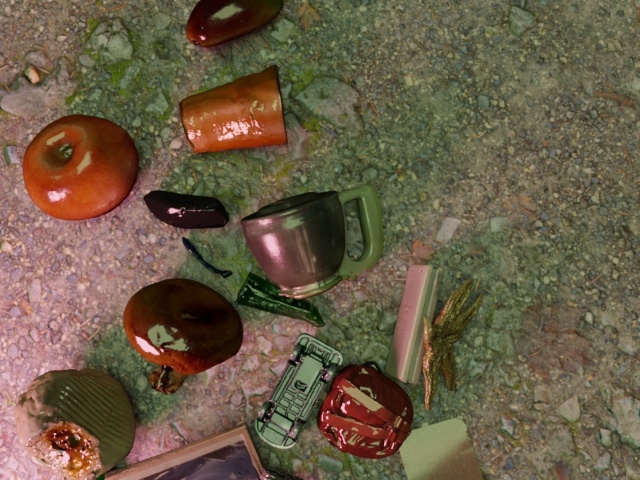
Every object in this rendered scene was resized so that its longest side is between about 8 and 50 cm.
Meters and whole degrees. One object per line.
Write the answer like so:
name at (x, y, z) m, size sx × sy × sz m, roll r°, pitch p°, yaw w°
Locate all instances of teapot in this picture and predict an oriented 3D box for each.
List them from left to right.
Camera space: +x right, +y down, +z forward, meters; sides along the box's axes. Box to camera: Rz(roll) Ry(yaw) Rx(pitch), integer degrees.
teapot at (-0.020, 0.004, 1.648) m, size 0.239 × 0.321 × 0.240 m, roll -8°, pitch 103°, yaw 41°

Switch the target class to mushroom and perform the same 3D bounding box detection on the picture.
mushroom at (-0.339, 0.208, 1.632) m, size 0.254 × 0.267 × 0.267 m, roll -28°, pitch 83°, yaw 34°

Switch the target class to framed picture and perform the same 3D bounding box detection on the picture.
framed picture at (-0.293, 0.575, 1.596) m, size 0.334 × 0.022 × 0.247 m, roll -19°, pitch 116°, yaw -5°

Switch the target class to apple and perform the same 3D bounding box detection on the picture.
apple at (-0.583, -0.181, 1.665) m, size 0.271 × 0.206 × 0.252 m, roll -16°, pitch 81°, yaw 2°

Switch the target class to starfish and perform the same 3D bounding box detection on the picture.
starfish at (0.289, 0.240, 1.598) m, size 0.060 × 0.299 × 0.303 m, roll 16°, pitch 106°, yaw 32°

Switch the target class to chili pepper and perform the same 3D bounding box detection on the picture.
chili pepper at (-0.092, 0.162, 1.688) m, size 0.226 × 0.059 × 0.088 m, roll 25°, pitch 91°, yaw 0°

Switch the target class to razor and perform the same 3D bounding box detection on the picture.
razor at (-0.291, 0.047, 1.717) m, size 0.154 × 0.044 × 0.028 m, roll 38°, pitch 114°, yaw 7°

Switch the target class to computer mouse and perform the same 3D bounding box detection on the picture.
computer mouse at (-0.331, -0.068, 1.685) m, size 0.217 × 0.122 × 0.074 m, roll 7°, pitch 73°, yaw 6°

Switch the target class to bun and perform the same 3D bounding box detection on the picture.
bun at (-0.578, 0.428, 1.595) m, size 0.204 × 0.281 × 0.282 m, roll -32°, pitch 83°, yaw 27°

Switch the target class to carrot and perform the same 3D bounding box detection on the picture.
carrot at (-0.211, -0.309, 1.668) m, size 0.254 × 0.196 × 0.196 m, roll -10°, pitch 84°, yaw 2°

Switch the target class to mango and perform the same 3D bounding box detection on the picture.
mango at (-0.220, -0.578, 1.731) m, size 0.267 × 0.111 × 0.133 m, roll -24°, pitch 73°, yaw -5°

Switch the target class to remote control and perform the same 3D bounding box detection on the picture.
remote control at (0.225, 0.195, 1.639) m, size 0.055 × 0.103 × 0.277 m, roll 15°, pitch 85°, yaw -16°

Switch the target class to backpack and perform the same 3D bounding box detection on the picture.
backpack at (0.112, 0.404, 1.609) m, size 0.229 × 0.139 × 0.229 m, roll 0°, pitch 85°, yaw 4°

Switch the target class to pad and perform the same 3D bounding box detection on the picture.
pad at (0.301, 0.575, 1.653) m, size 0.176 × 0.002 × 0.266 m, roll -17°, pitch 84°, yaw 1°

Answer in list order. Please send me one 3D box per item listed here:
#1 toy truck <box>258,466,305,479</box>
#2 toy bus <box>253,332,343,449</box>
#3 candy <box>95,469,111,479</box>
toy truck at (-0.037, 0.652, 1.551) m, size 0.363 × 0.178 × 0.177 m, roll 21°, pitch 87°, yaw -13°
toy bus at (-0.053, 0.357, 1.631) m, size 0.121 × 0.120 × 0.265 m, roll 28°, pitch 86°, yaw 5°
candy at (-0.438, 0.566, 1.663) m, size 0.323 × 0.097 × 0.097 m, roll -6°, pitch 84°, yaw -7°
